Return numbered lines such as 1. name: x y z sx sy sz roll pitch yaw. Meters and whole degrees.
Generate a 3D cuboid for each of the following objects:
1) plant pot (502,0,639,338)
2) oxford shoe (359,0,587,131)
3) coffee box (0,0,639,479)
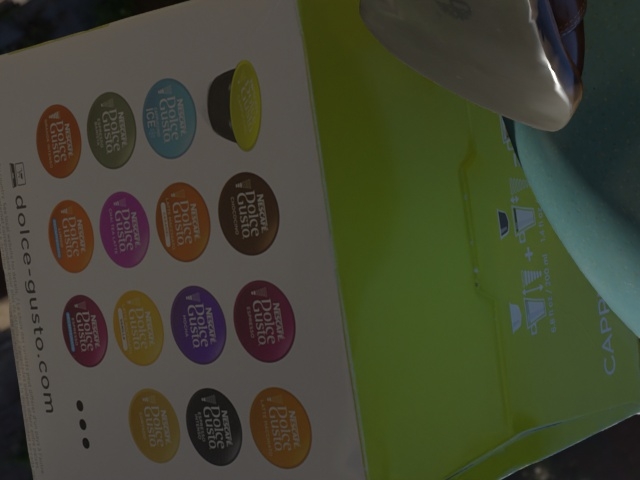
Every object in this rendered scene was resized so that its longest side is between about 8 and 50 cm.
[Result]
1. plant pot: 0.195 -0.117 0.692 0.290 0.195 0.290 -47 -174 6
2. oxford shoe: 0.053 -0.091 0.405 0.076 0.076 0.212 -62 163 -10
3. coffee box: 0.000 0.000 1.017 0.334 0.338 0.338 -6 -176 43
